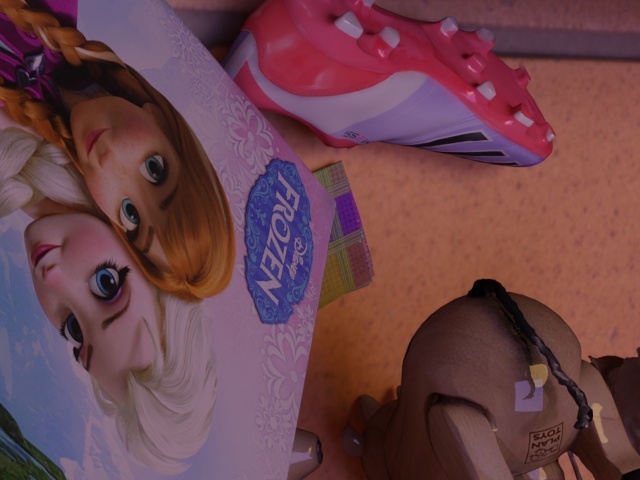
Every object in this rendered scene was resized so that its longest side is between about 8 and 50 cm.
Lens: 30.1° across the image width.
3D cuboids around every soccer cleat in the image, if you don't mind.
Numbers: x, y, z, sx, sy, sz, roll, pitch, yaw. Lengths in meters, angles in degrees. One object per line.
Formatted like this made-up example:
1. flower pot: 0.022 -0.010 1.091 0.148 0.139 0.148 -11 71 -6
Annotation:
1. soccer cleat: 0.047 -0.085 0.703 0.248 0.095 0.083 15 48 -47

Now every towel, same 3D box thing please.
1. towel: 0.000 0.000 0.715 0.060 0.009 0.083 -26 111 -28

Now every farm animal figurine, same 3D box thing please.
1. farm animal figurine: 0.052 0.140 0.669 0.330 0.172 0.327 -4 141 -34

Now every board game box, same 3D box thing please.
1. board game box: -0.123 -0.006 0.487 0.318 0.066 0.318 48 33 -31
